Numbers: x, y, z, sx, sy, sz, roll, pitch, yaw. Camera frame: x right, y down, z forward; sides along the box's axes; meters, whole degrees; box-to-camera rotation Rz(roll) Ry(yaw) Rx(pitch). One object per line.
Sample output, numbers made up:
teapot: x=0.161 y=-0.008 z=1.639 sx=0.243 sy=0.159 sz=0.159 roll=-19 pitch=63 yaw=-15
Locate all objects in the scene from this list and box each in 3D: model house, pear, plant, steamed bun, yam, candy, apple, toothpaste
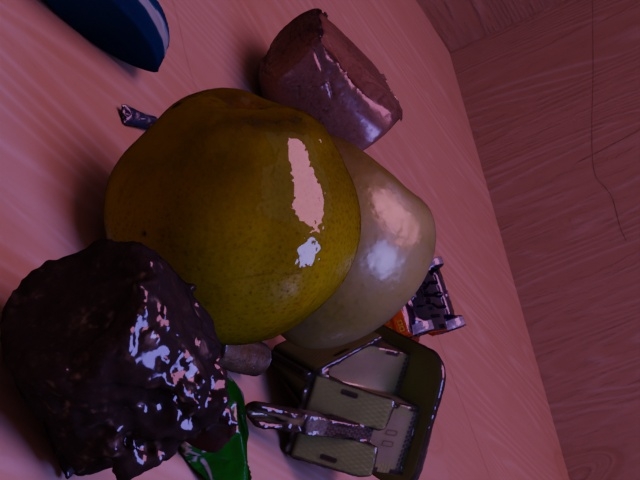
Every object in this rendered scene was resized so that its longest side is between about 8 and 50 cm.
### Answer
model house: x=-0.009 y=0.207 z=1.615 sx=0.278 sy=0.218 sz=0.205 roll=12 pitch=95 yaw=-32
pear: x=-0.101 y=-0.020 z=1.349 sx=0.294 sy=0.294 sz=0.294 roll=55 pitch=21 yaw=-34
plant: x=-0.181 y=0.119 z=1.111 sx=0.234 sy=0.178 sz=0.204 roll=64 pitch=3 yaw=-47
steamed bun: x=-0.002 y=-0.251 z=2.068 sx=0.251 sy=0.199 sz=0.301 roll=45 pitch=14 yaw=-13
yam: x=-0.109 y=0.139 z=1.489 sx=0.132 sy=0.054 sz=0.054 roll=31 pitch=40 yaw=-62
candy: x=-0.119 y=0.204 z=1.347 sx=0.141 sy=0.078 sz=0.203 roll=-86 pitch=154 yaw=-54
apple: x=-0.013 y=-0.010 z=1.589 sx=0.233 sy=0.258 sz=0.295 roll=38 pitch=3 yaw=-23
toothpaste: x=-0.233 y=-0.158 z=1.544 sx=0.083 sy=0.019 sz=0.027 roll=8 pitch=77 yaw=-65

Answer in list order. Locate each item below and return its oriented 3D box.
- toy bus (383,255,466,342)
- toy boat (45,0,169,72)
toy bus: x=0.140 y=0.111 z=2.089 sx=0.329 sy=0.153 sz=0.143 roll=3 pitch=68 yaw=-69
toy boat: x=-0.267 y=-0.292 z=1.490 sx=0.299 sy=0.096 sz=0.062 roll=40 pitch=43 yaw=-60
